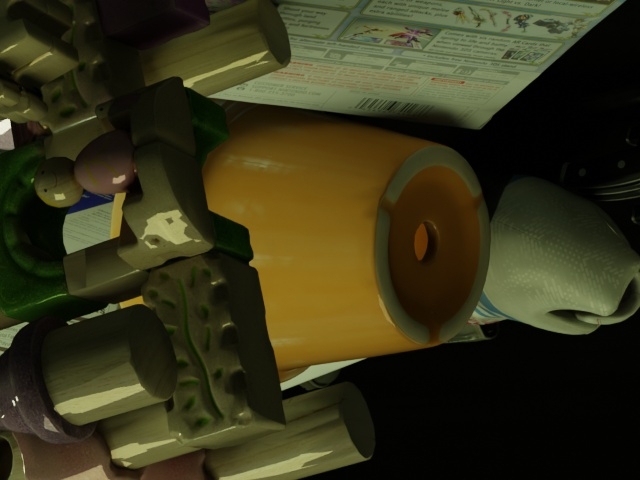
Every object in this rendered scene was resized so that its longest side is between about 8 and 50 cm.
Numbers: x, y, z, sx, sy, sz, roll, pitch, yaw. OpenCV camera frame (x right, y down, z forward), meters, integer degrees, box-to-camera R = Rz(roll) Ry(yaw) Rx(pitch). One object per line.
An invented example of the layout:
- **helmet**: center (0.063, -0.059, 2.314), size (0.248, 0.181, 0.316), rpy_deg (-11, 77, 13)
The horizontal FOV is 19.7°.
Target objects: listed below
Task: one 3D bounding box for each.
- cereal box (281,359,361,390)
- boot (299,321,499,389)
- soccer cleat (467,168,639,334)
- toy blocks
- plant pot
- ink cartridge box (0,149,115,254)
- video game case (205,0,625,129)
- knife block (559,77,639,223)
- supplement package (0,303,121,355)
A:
- **cereal box**: center (-0.033, 0.029, 1.457), size (0.173, 0.047, 0.240), rpy_deg (50, 144, -10)
- **boot**: center (0.067, 0.084, 1.764), size (0.208, 0.076, 0.189), rpy_deg (-12, 162, 12)
- **soccer cleat**: center (0.165, 0.026, 1.373), size (0.143, 0.116, 0.331), rpy_deg (25, 180, 7)
- **toy blocks**: center (-0.167, 0.002, 0.902), size (0.260, 0.289, 0.309), rpy_deg (-17, 164, 20)
- **plant pot**: center (0.000, 0.000, 1.209), size (0.188, 0.205, 0.205), rpy_deg (4, 168, 38)
- **ink cartridge box**: center (-0.201, -0.038, 1.374), size (0.332, 0.065, 0.165), rpy_deg (-12, 159, 33)
- **video game case**: center (0.018, -0.146, 1.063), size (0.269, 0.061, 0.244), rpy_deg (5, 162, -19)
- **knife block**: center (0.297, -0.085, 1.218), size (0.242, 0.088, 0.276), rpy_deg (1, 162, -9)
- **supplement package**: center (-0.282, 0.121, 1.665), size (0.204, 0.145, 0.262), rpy_deg (11, 162, 0)
